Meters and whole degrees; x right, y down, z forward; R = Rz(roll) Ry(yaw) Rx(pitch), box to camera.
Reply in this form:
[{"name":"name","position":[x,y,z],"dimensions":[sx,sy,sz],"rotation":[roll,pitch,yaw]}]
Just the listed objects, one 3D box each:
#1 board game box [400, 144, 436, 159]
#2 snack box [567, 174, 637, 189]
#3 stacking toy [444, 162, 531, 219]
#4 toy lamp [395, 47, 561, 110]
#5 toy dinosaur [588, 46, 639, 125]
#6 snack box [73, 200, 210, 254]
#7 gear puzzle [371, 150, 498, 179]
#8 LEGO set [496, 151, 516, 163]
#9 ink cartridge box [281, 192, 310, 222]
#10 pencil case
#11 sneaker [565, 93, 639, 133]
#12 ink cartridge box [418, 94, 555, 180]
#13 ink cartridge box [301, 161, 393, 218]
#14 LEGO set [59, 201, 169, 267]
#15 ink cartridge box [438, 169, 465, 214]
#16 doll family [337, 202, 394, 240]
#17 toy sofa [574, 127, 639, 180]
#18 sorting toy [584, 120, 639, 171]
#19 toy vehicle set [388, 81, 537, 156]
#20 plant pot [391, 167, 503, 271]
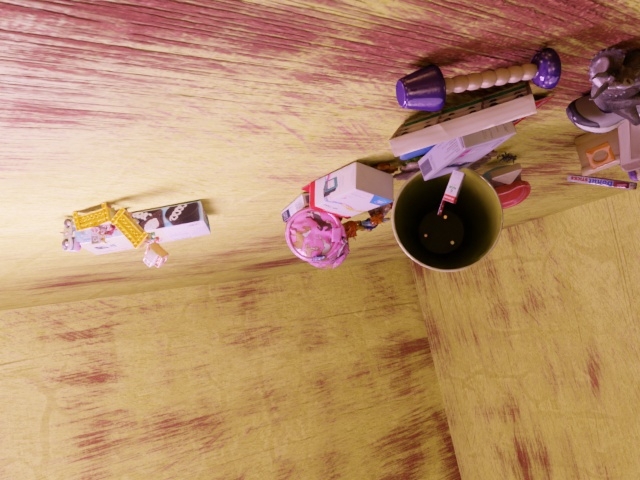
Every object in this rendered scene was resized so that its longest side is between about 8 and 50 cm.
[{"name":"board game box","position":[0.255,-0.234,1.397],"dimensions":[0.169,0.033,0.133],"rotation":[-20,174,-8]},{"name":"snack box","position":[0.826,-0.172,1.798],"dimensions":[0.178,0.022,0.064],"rotation":[15,-167,42]},{"name":"stacking toy","position":[0.462,-0.181,1.842],"dimensions":[0.309,0.130,0.279],"rotation":[-14,156,9]},{"name":"toy lamp","position":[0.263,-0.269,1.035],"dimensions":[0.275,0.080,0.080],"rotation":[-10,171,-11]},{"name":"toy dinosaur","position":[0.597,-0.308,1.195],"dimensions":[0.161,0.120,0.313],"rotation":[-4,175,19]},{"name":"snack box","position":[-0.464,-0.030,1.626],"dimensions":[0.322,0.060,0.187],"rotation":[-11,171,-7]},{"name":"gear puzzle","position":[0.280,-0.205,1.621],"dimensions":[0.339,0.044,0.175],"rotation":[-8,173,-6]},{"name":"LEGO set","position":[0.545,-0.245,1.789],"dimensions":[0.054,0.023,0.083],"rotation":[-18,157,20]},{"name":"ink cartridge box","position":[0.010,-0.108,1.843],"dimensions":[0.208,0.045,0.206],"rotation":[-10,171,-22]},{"name":"pencil case","position":[0.000,0.000,1.850],"dimensions":[0.160,0.167,0.386],"rotation":[-35,173,0]},{"name":"sneaker","position":[0.675,-0.311,1.342],"dimensions":[0.272,0.100,0.108],"rotation":[-11,149,0]},{"name":"ink cartridge box","position":[0.376,-0.227,1.403],"dimensions":[0.239,0.060,0.275],"rotation":[-17,174,-10]},{"name":"ink cartridge box","position":[0.065,-0.122,1.610],"dimensions":[0.134,0.077,0.231],"rotation":[14,159,-36]},{"name":"LEGO set","position":[-0.467,-0.020,1.451],"dimensions":[0.287,0.132,0.107],"rotation":[8,-177,15]},{"name":"ink cartridge box","position":[0.320,-0.113,1.490],"dimensions":[0.029,0.115,0.063],"rotation":[20,-173,15]},{"name":"doll family","position":[0.145,-0.059,2.096],"dimensions":[0.263,0.118,0.163],"rotation":[-10,171,-10]},{"name":"toy sofa","position":[0.921,-0.239,1.822],"dimensions":[0.363,0.177,0.150],"rotation":[-5,170,-42]},{"name":"sorting toy","position":[0.862,-0.286,1.583],"dimensions":[0.348,0.047,0.196],"rotation":[-15,128,15]},{"name":"toy vehicle set","position":[0.275,-0.235,1.182],"dimensions":[0.267,0.035,0.166],"rotation":[-15,-164,20]},{"name":"plant pot","position":[0.334,-0.043,1.671],"dimensions":[0.275,0.274,0.293],"rotation":[-13,172,6]}]
